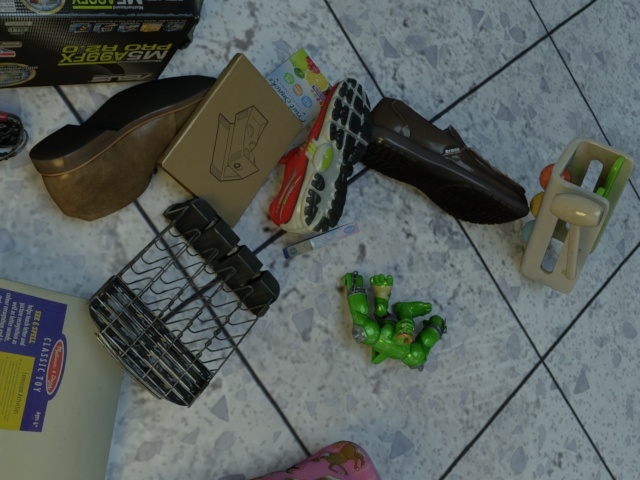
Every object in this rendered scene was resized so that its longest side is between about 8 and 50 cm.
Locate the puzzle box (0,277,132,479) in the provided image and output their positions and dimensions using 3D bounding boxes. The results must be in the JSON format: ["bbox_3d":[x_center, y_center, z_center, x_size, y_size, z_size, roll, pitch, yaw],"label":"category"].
[{"bbox_3d":[-0.362,0.250,0.806,0.272,0.052,0.408,26,65,-50],"label":"puzzle box"}]

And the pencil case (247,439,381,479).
[{"bbox_3d":[-0.093,0.384,0.937,0.386,0.160,0.167,-6,75,-32],"label":"pencil case"}]

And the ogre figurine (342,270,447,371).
[{"bbox_3d":[0.119,0.137,1.160,0.197,0.097,0.118,43,42,-34],"label":"ogre figurine"}]

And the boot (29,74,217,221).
[{"bbox_3d":[-0.255,-0.140,1.002,0.305,0.112,0.115,-42,133,-35],"label":"boot"}]

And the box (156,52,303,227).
[{"bbox_3d":[-0.125,-0.143,1.047,0.164,0.021,0.201,45,72,-42],"label":"box"}]

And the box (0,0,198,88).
[{"bbox_3d":[-0.312,-0.257,0.890,0.270,0.216,0.060,-9,84,-28],"label":"box"}]

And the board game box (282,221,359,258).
[{"bbox_3d":[0.000,0.000,1.112,0.090,0.090,0.020,-21,92,-33],"label":"board game box"}]

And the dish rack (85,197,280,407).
[{"bbox_3d":[-0.182,0.082,0.961,0.208,0.074,0.271,49,46,-13],"label":"dish rack"}]

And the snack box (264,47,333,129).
[{"bbox_3d":[-0.049,-0.232,1.161,0.100,0.037,0.141,50,61,-12],"label":"snack box"}]

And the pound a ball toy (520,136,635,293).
[{"bbox_3d":[0.419,-0.032,1.248,0.136,0.319,0.208,28,59,22],"label":"pound a ball toy"}]

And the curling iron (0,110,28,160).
[{"bbox_3d":[-0.501,-0.155,0.873,0.274,0.035,0.068,14,73,-28],"label":"curling iron"}]

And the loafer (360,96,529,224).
[{"bbox_3d":[0.230,-0.143,1.254,0.366,0.134,0.130,27,68,-24],"label":"loafer"}]

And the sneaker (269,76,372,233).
[{"bbox_3d":[-0.008,-0.140,1.119,0.107,0.118,0.279,44,60,-42],"label":"sneaker"}]

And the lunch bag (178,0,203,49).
[{"bbox_3d":[-0.270,-0.431,0.995,0.287,0.169,0.235,21,66,-34],"label":"lunch bag"}]
